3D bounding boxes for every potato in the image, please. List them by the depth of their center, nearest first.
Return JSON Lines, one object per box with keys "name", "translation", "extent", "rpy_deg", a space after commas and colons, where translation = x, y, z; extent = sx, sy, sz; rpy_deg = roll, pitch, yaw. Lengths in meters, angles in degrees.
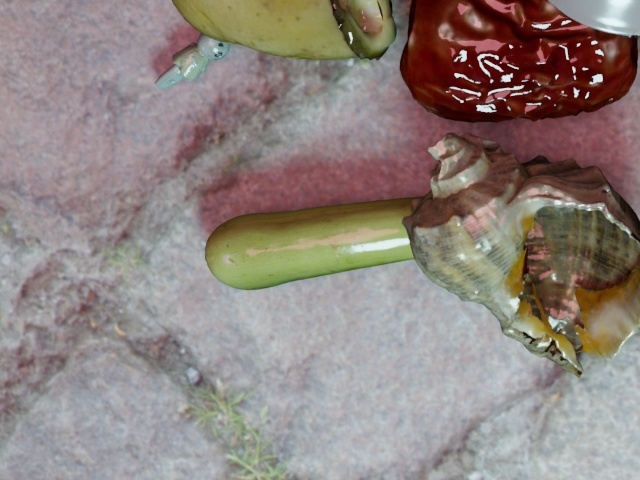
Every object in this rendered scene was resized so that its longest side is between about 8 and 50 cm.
{"name": "potato", "translation": [-0.049, -0.305, 1.524], "extent": [0.242, 0.242, 0.285], "rpy_deg": [-7, 107, 13]}

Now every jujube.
{"name": "jujube", "translation": [0.191, -0.190, 1.510], "extent": [0.230, 0.155, 0.155], "rpy_deg": [1, 97, 9]}

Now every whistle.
{"name": "whistle", "translation": [-0.132, -0.190, 1.639], "extent": [0.100, 0.035, 0.035], "rpy_deg": [-35, 88, 16]}

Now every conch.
{"name": "conch", "translation": [0.205, -0.006, 1.528], "extent": [0.210, 0.159, 0.291], "rpy_deg": [-27, 127, 19]}

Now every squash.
{"name": "squash", "translation": [0.000, 0.000, 1.607], "extent": [0.250, 0.083, 0.083], "rpy_deg": [-9, 94, 12]}

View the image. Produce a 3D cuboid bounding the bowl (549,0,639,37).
{"name": "bowl", "translation": [0.287, -0.287, 1.441], "extent": [0.189, 0.086, 0.189], "rpy_deg": [2, 62, -5]}
